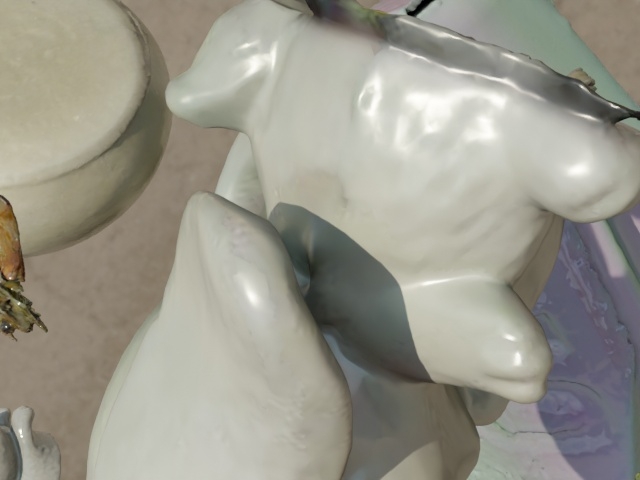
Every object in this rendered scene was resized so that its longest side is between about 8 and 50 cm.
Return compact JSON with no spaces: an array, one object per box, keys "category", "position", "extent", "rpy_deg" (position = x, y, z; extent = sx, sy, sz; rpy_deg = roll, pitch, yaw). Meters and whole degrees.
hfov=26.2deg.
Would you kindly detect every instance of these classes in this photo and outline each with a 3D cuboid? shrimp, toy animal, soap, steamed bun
[{"category":"shrimp","position":[-0.163,0.010,0.693],"extent":[0.108,0.023,0.059],"rpy_deg":[32,104,47]},{"category":"toy animal","position":[-0.403,0.235,1.498],"extent":[0.104,0.221,0.130],"rpy_deg":[16,96,56]},{"category":"soap","position":[0.147,0.009,1.057],"extent":[0.261,0.446,0.156],"rpy_deg":[-10,24,49]},{"category":"steamed bun","position":[-0.222,-0.084,1.004],"extent":[0.145,0.232,0.231],"rpy_deg":[93,-179,-56]},{"category":"toy animal","position":[0.003,0.027,0.539],"extent":[0.249,0.174,0.289],"rpy_deg":[93,-162,-80]}]

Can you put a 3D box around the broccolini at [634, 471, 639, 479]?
[{"category":"broccolini","position":[0.244,0.119,0.693],"extent":[0.054,0.194,0.052],"rpy_deg":[127,150,-61]}]
